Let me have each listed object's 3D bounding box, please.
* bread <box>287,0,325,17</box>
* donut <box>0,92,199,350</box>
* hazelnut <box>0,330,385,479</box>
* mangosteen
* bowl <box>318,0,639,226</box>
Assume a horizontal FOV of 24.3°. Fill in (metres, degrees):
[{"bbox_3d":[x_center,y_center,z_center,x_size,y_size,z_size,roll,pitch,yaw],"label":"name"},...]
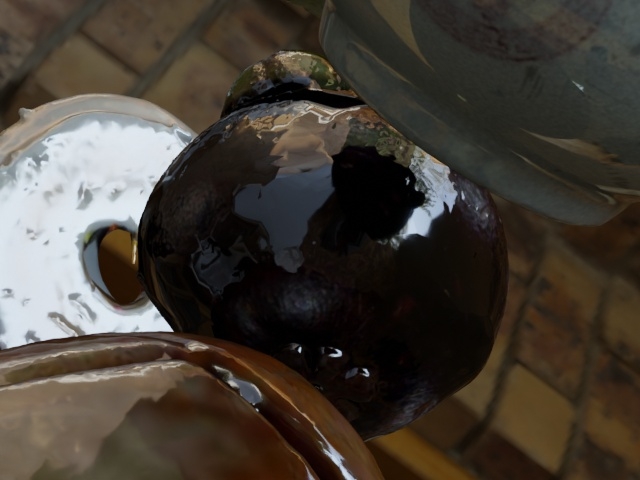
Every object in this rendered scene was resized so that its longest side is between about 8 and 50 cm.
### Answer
[{"bbox_3d":[0.007,-0.349,1.418,0.238,0.196,0.252,137,-32,-80],"label":"bread"},{"bbox_3d":[-0.242,0.032,1.632,0.382,0.382,0.142,-55,-159,-24],"label":"donut"},{"bbox_3d":[-0.135,0.230,0.785,0.409,0.359,0.359,-44,-178,-15],"label":"hazelnut"},{"bbox_3d":[-0.002,0.004,1.061,0.233,0.287,0.287,-45,-175,6],"label":"mangosteen"},{"bbox_3d":[0.122,-0.136,0.736,0.196,0.435,0.435,-56,-177,21],"label":"bowl"}]
